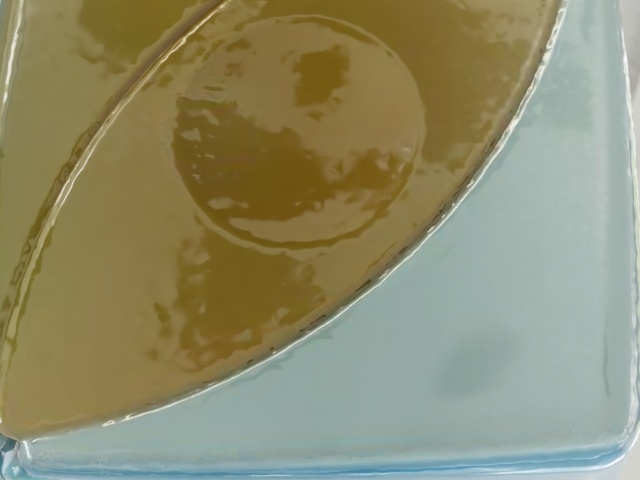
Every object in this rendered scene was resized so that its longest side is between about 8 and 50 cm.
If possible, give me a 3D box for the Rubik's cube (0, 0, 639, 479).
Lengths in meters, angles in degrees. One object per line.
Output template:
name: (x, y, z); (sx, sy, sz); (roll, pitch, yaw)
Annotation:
Rubik's cube: (0.000, 0.000, 0.766); (0.348, 0.351, 0.352); (-2, -111, 4)
